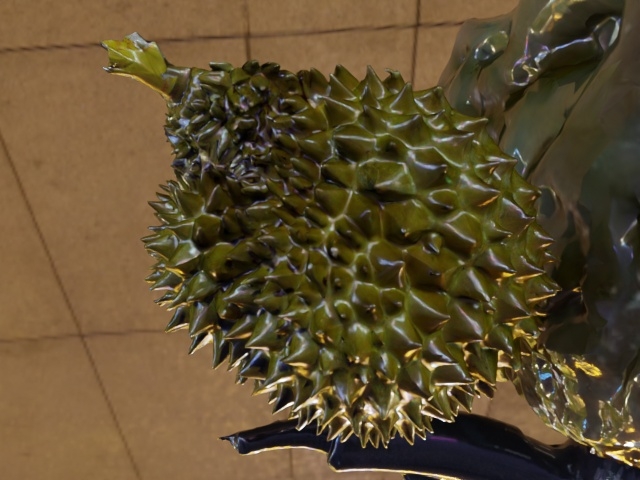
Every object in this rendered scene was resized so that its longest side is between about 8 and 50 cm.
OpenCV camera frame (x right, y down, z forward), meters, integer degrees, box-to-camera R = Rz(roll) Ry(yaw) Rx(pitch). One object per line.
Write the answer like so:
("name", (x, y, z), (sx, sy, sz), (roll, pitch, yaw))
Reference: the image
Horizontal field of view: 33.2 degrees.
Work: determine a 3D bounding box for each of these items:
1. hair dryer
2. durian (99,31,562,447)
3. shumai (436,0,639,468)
("hair dryer", (0.073, 0.153, 0.579), (0.272, 0.235, 0.091), (17, 179, 1))
("durian", (0.000, 0.000, 0.392), (0.146, 0.102, 0.208), (-32, 112, 31))
("shumai", (0.141, -0.071, 0.441), (0.217, 0.346, 0.283), (-30, 126, -8))
